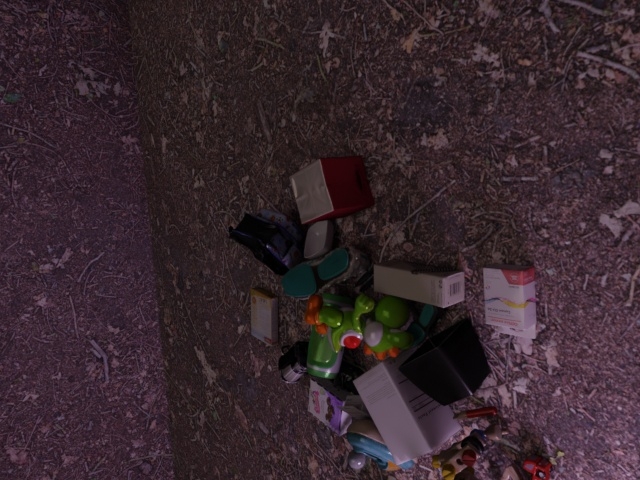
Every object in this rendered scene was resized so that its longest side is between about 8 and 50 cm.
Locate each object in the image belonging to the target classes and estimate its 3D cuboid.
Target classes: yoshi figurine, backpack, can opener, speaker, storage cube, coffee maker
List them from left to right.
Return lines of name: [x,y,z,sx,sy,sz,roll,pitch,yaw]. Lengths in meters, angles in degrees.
backpack: [-0.190,0.009,1.954,0.276,0.213,0.263,26,157,48]
coffee maker: [-0.104,0.494,2.058,0.178,0.120,0.171,-51,60,42]
speaker: [0.033,0.346,1.790,0.131,0.131,0.297,5,81,49]
storage cube: [0.036,-0.172,1.677,0.215,0.193,0.184,-19,84,49]
yoshi figurine: [0.142,0.246,1.590,0.362,0.203,0.203,9,114,31]
can opener: [0.172,0.130,1.696,0.059,0.073,0.186,61,147,8]

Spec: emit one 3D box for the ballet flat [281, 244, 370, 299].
ballet flat: [0.023,0.130,1.802,0.409,0.147,0.147,-25,80,45]

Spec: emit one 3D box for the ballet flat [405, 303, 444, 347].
ballet flat: [0.330,0.263,1.529,0.074,0.074,0.203,48,132,32]

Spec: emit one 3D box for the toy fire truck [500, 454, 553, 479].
toy fire truck: [0.566,0.675,1.367,0.135,0.047,0.192,18,111,48]

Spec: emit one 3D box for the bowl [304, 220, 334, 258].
bowl: [0.000,0.000,1.838,0.142,0.053,0.142,-27,46,48]

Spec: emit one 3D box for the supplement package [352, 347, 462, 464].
supplement package: [0.277,0.529,1.572,0.177,0.175,0.293,-47,63,42]

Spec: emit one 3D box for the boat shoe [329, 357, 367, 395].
boat shoe: [0.078,0.514,1.851,0.340,0.113,0.127,38,126,38]

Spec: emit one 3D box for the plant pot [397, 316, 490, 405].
plant pot: [0.379,0.366,1.424,0.167,0.187,0.188,52,135,10]

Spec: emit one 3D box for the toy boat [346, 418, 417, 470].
toy boat: [0.189,0.734,1.707,0.267,0.148,0.318,28,154,-7]

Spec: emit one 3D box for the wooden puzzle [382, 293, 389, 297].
wooden puzzle: [0.235,0.182,1.670,0.083,0.006,0.049,52,133,28]

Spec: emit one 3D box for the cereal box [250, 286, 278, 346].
cereal box: [-0.262,0.353,2.265,0.173,0.047,0.240,18,113,47]

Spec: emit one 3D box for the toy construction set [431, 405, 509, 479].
toy construction set: [0.392,0.632,1.367,0.237,0.309,0.257,-26,121,39]

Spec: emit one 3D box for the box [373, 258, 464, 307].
box: [0.299,0.127,1.503,0.275,0.113,0.094,9,105,47]

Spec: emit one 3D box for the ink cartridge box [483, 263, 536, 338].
ink cartridge box: [0.505,0.167,1.301,0.115,0.067,0.198,2,101,49]

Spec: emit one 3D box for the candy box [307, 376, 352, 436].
candy box: [0.040,0.659,1.965,0.196,0.070,0.165,23,116,44]

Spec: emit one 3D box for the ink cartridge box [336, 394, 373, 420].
ink cartridge box: [0.156,0.602,1.737,0.104,0.180,0.060,-23,38,49]
